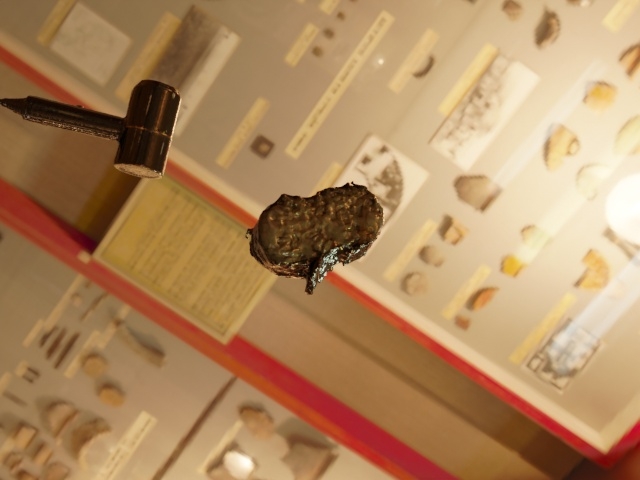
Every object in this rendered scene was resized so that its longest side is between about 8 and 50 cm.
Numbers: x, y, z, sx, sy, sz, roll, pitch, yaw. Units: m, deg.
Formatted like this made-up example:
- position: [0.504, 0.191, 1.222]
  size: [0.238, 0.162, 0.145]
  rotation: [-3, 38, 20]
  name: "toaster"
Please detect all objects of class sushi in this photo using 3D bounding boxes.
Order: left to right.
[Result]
- position: [0.000, 0.000, 1.457]
  size: [0.212, 0.147, 0.115]
  rotation: [-18, 157, -19]
  name: "sushi"

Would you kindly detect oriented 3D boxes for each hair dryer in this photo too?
- position: [-0.467, -0.257, 1.857]
  size: [0.107, 0.352, 0.189]
  rotation: [140, -37, -77]
  name: "hair dryer"
